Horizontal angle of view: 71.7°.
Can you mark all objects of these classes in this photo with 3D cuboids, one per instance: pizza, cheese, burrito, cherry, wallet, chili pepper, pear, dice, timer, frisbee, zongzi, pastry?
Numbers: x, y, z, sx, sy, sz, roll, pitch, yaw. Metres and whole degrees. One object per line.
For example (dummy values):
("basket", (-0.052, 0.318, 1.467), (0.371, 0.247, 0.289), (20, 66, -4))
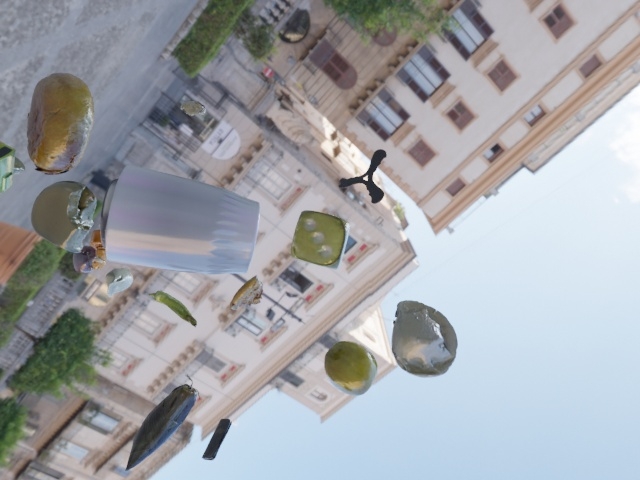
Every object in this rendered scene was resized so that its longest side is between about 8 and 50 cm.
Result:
("pizza", (-0.305, 0.242, 1.922), (0.182, 0.161, 0.062), (-42, -120, 4))
("cheese", (-0.719, -0.078, 1.248), (0.202, 0.175, 0.091), (-58, 172, 12))
("burrito", (-0.504, -0.523, 1.758), (0.188, 0.058, 0.045), (17, -119, 49))
("cherry", (-1.093, 0.116, 2.061), (0.148, 0.115, 0.188), (-33, -122, 7))
("wallet", (-0.390, 0.752, 1.677), (0.082, 0.018, 0.157), (-21, -148, 43))
("chili pepper", (-0.452, 0.213, 1.401), (0.043, 0.208, 0.049), (-55, 158, -21))
("pear", (0.090, 0.377, 1.320), (0.149, 0.162, 0.149), (-46, 164, -17))
("dice", (0.000, 0.000, 2.053), (0.227, 0.238, 0.233), (59, 47, -84))
("timer", (-0.893, 0.050, 1.817), (0.132, 0.132, 0.152), (-23, -130, 52))
("frisbee", (0.145, -0.211, 1.545), (0.187, 0.012, 0.211), (-12, -117, 28))
("zongzi", (-0.514, 0.605, 1.459), (0.248, 0.111, 0.241), (-46, -170, 11))
("pastry", (-0.903, -0.403, 1.533), (0.356, 0.163, 0.356), (-11, -105, 45))

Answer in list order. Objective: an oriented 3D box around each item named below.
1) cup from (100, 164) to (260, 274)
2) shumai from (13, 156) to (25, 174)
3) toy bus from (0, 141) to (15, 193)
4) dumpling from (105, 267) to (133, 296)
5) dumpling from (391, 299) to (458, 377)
("cup", (-0.360, -0.038, 1.166), (0.253, 0.371, 0.253), (-168, -90, -76))
("shumai", (-1.193, -0.277, 1.672), (0.087, 0.099, 0.124), (-42, -178, 1))
("toy bus", (-1.070, -0.238, 1.455), (0.175, 0.101, 0.088), (-54, -166, 37))
("dumpling", (-0.982, 0.208, 2.133), (0.155, 0.111, 0.181), (-61, 164, 17))
("dumpling", (0.352, 0.325, 1.493), (0.175, 0.226, 0.243), (102, -10, -83))
